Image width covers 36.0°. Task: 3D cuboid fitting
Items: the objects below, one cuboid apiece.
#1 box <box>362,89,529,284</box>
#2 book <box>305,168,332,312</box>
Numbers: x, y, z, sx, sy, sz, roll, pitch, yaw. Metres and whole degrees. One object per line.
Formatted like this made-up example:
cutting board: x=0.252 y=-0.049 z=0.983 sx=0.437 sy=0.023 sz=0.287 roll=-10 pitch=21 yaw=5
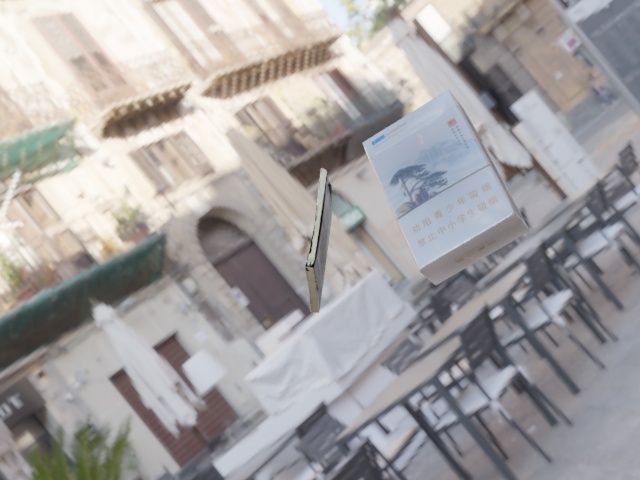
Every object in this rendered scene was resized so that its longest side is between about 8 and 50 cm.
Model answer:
box: x=0.166 y=-0.076 z=1.346 sx=0.149 sy=0.233 sz=0.067 roll=-30 pitch=-34 yaw=13
book: x=0.001 y=0.000 z=1.866 sx=0.157 sy=0.026 sz=0.231 roll=83 pitch=-168 yaw=-55
